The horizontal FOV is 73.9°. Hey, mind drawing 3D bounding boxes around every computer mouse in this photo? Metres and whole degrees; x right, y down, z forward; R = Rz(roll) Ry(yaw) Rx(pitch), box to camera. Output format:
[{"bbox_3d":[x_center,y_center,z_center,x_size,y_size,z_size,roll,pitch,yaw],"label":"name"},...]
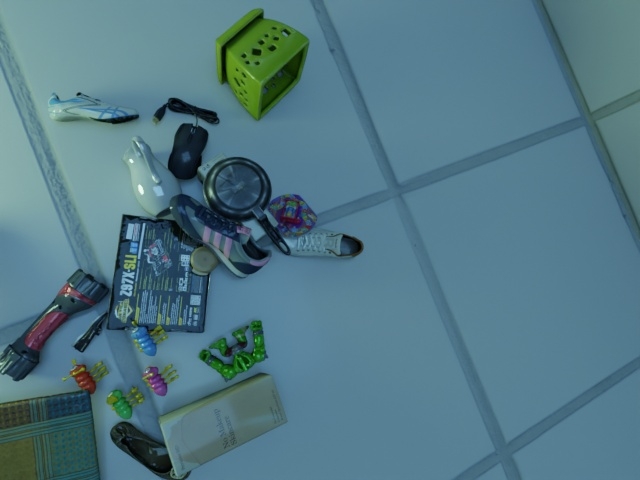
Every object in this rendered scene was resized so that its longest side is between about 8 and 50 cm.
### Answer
[{"bbox_3d":[-0.428,-0.323,1.291,0.184,0.060,0.261,20,69,-12],"label":"computer mouse"}]

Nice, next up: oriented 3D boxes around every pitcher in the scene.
[{"bbox_3d":[-0.478,-0.180,1.206,0.126,0.178,0.207,-29,90,-24],"label":"pitcher"}]

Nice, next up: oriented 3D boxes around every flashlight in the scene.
[{"bbox_3d":[-0.701,0.222,1.120,0.103,0.103,0.304,38,72,-11],"label":"flashlight"}]

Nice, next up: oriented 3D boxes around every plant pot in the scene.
[{"bbox_3d":[-0.195,-0.557,1.330,0.207,0.228,0.227,40,73,0],"label":"plant pot"}]

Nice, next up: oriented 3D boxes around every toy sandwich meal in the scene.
[{"bbox_3d":[-0.331,0.059,1.213,0.086,0.029,0.085,5,76,-21],"label":"toy sandwich meal"}]

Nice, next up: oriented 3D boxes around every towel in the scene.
[{"bbox_3d":[-0.703,0.572,1.062,0.272,0.040,0.369,-4,94,-17],"label":"towel"}]

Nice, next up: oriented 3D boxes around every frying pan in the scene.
[{"bbox_3d":[-0.220,-0.091,1.228,0.198,0.053,0.325,-16,85,-15],"label":"frying pan"}]

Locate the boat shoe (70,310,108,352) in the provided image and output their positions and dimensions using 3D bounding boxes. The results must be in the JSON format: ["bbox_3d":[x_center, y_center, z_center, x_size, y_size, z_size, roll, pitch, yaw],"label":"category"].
[{"bbox_3d":[-0.623,0.250,1.167,0.038,0.046,0.125,41,76,-7],"label":"boat shoe"}]

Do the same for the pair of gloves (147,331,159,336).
[{"bbox_3d":[-0.480,0.227,1.232,0.074,0.010,0.083,-36,92,-18],"label":"pair of gloves"}]

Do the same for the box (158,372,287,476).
[{"bbox_3d":[-0.268,0.495,1.174,0.312,0.121,0.147,-19,85,-26],"label":"box"}]

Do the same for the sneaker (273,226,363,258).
[{"bbox_3d":[0.000,0.000,1.353,0.291,0.123,0.105,5,82,-15],"label":"sneaker"}]

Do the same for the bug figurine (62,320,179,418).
[{"bbox_3d":[-0.517,0.354,1.128,0.279,0.072,0.216,-33,100,1],"label":"bug figurine"}]

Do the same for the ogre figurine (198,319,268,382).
[{"bbox_3d":[-0.243,0.329,1.244,0.197,0.097,0.118,-24,77,-30],"label":"ogre figurine"}]

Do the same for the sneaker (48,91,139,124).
[{"bbox_3d":[-0.654,-0.383,1.231,0.238,0.085,0.086,-1,97,-16],"label":"sneaker"}]

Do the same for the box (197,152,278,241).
[{"bbox_3d":[-0.254,-0.122,1.301,0.094,0.113,0.275,-39,93,-18],"label":"box"}]

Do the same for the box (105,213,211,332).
[{"bbox_3d":[-0.448,0.098,1.219,0.258,0.079,0.321,6,79,-17],"label":"box"}]

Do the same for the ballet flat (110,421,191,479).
[{"bbox_3d":[-0.461,0.579,1.158,0.250,0.058,0.084,39,74,-8],"label":"ballet flat"}]

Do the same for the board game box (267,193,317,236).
[{"bbox_3d":[-0.091,-0.090,1.348,0.133,0.033,0.168,-30,66,-21],"label":"board game box"}]

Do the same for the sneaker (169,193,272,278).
[{"bbox_3d":[-0.266,-0.029,1.186,0.319,0.131,0.112,46,31,-31],"label":"sneaker"}]
